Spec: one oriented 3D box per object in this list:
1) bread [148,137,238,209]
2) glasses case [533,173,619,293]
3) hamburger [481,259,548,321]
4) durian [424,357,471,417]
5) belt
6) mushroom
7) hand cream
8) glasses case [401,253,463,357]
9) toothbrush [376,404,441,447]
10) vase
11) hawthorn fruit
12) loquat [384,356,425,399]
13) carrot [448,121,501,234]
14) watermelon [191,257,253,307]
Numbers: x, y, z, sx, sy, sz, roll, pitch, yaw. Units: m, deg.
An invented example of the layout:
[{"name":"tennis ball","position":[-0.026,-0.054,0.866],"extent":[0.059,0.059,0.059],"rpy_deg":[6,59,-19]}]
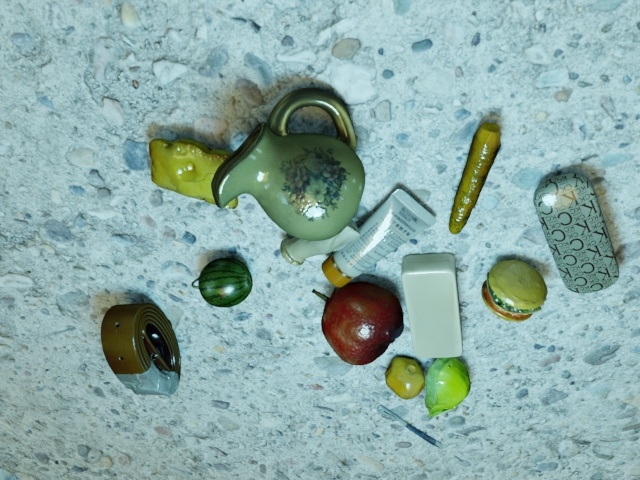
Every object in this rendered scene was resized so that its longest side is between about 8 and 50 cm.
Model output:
[{"name":"bread","position":[-0.301,-0.175,1.550],"extent":[0.233,0.088,0.160],"rpy_deg":[15,126,2]},{"name":"glasses case","position":[0.611,-0.008,1.518],"extent":[0.137,0.085,0.354],"rpy_deg":[-17,124,24]},{"name":"hamburger","position":[0.489,0.126,1.612],"extent":[0.162,0.162,0.115],"rpy_deg":[14,137,-2]},{"name":"durian","position":[0.375,0.433,1.911],"extent":[0.139,0.101,0.250],"rpy_deg":[-8,129,-4]},{"name":"belt","position":[-0.529,0.333,1.925],"extent":[0.122,0.217,0.338],"rpy_deg":[-4,130,14]},{"name":"mushroom","position":[0.005,-0.009,1.617],"extent":[0.247,0.108,0.096],"rpy_deg":[-23,126,42]},{"name":"hand cream","position":[0.131,-0.001,1.615],"extent":[0.140,0.089,0.314],"rpy_deg":[40,121,-23]},{"name":"glasses case","position":[0.308,0.184,1.741],"extent":[0.144,0.076,0.336],"rpy_deg":[-3,129,13]},{"name":"toothbrush","position":[0.301,0.631,2.149],"extent":[0.288,0.024,0.026],"rpy_deg":[35,128,-19]},{"name":"vase","position":[-0.051,-0.180,1.417],"extent":[0.303,0.241,0.329],"rpy_deg":[21,95,-16]},{"name":"hawthorn fruit","position":[0.089,0.207,1.725],"extent":[0.266,0.210,0.230],"rpy_deg":[31,135,3]},{"name":"loquat","position":[0.254,0.418,1.928],"extent":[0.137,0.113,0.137],"rpy_deg":[31,150,20]},{"name":"carrot","position":[0.352,-0.129,1.478],"extent":[0.066,0.066,0.314],"rpy_deg":[10,130,2]},{"name":"watermelon","position":[-0.278,0.120,1.757],"extent":[0.188,0.140,0.140],"rpy_deg":[-13,126,24]}]
